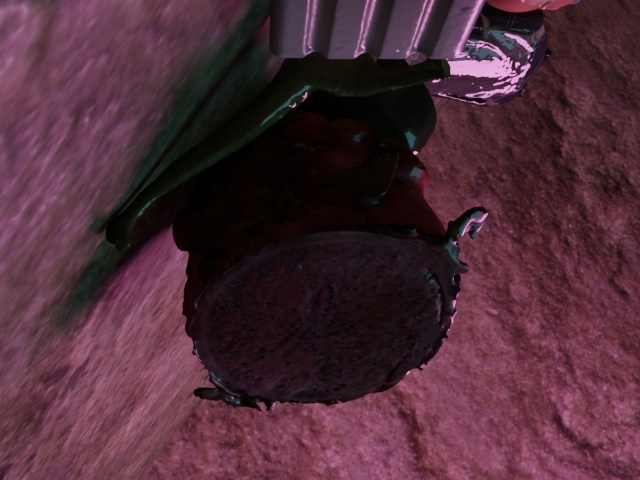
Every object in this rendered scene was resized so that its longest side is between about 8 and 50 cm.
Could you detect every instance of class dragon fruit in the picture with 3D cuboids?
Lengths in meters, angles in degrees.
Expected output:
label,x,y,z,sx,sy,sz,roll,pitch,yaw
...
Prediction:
label,x,y,z,sx,sy,sz,roll,pitch,yaw
dragon fruit,0.000,0.000,1.176,0.263,0.314,0.296,-102,-176,-47

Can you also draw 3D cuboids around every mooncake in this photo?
label,x,y,z,sx,sy,sz,roll,pitch,yaw
mooncake,0.047,-0.144,1.248,0.104,0.175,0.168,-49,147,-36

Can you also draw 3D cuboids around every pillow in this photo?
label,x,y,z,sx,sy,sz,roll,pitch,yaw
pillow,0.163,-0.235,1.373,0.335,0.093,0.161,-3,149,-33

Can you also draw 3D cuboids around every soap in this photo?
label,x,y,z,sx,sy,sz,roll,pitch,yaw
soap,0.044,-0.216,0.758,0.265,0.159,0.088,103,-15,-77

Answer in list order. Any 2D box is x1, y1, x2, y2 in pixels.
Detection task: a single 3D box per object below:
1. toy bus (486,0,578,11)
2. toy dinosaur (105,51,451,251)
label,x,y,z,sx,sy,sz,roll,pitch,yaw
toy bus,0.252,-0.390,1.274,0.232,0.194,0.288,-37,161,-31
toy dinosaur,-0.016,-0.182,1.014,0.301,0.087,0.447,-15,-138,33
